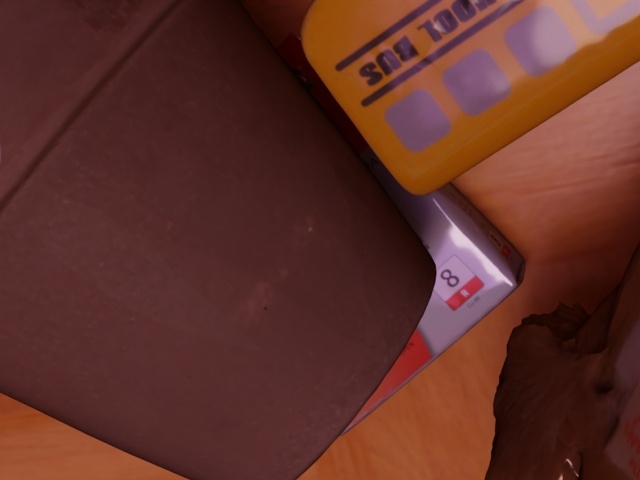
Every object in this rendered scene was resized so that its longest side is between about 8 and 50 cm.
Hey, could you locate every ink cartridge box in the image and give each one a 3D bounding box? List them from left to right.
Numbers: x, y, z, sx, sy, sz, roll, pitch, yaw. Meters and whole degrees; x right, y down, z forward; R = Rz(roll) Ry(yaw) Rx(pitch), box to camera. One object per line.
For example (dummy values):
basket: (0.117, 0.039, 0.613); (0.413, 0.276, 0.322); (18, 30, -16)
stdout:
ink cartridge box: (0.000, 0.000, 0.723); (0.179, 0.045, 0.145); (43, 116, -7)

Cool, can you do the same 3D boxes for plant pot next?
plant pot: (-0.073, -0.004, 0.628); (0.229, 0.263, 0.263); (38, 116, -5)

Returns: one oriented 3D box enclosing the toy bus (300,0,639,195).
toy bus: (0.144, -0.164, 0.578); (0.332, 0.108, 0.130); (-33, 99, 25)

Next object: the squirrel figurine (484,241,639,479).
squirrel figurine: (0.288, 0.126, 0.593); (0.370, 0.281, 0.397); (19, 156, -18)
